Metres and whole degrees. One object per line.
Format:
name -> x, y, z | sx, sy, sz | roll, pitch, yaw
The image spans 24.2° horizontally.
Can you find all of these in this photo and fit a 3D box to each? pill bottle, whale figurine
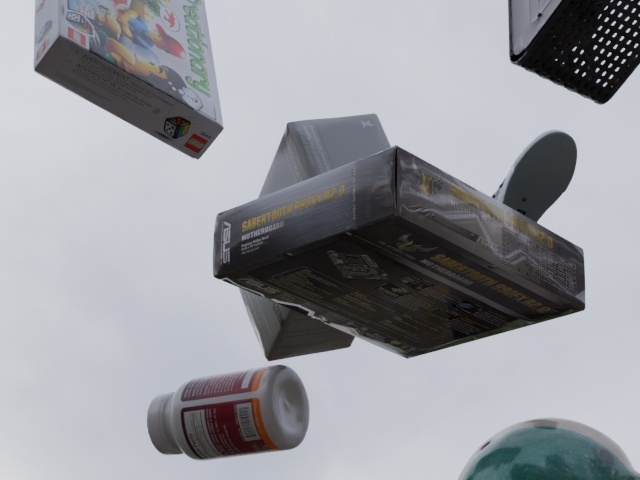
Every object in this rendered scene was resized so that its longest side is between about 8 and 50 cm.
pill bottle -> -0.094, 0.175, 1.497 | 0.152, 0.086, 0.086 | -11, -47, 28
whale figurine -> 0.232, 0.289, 1.312 | 0.216, 0.141, 0.272 | -41, -90, 27

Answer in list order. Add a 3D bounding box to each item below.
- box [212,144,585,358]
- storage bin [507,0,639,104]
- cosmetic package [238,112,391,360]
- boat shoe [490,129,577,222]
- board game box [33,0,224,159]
box -> 0.062, 0.017, 1.134 | 0.183, 0.056, 0.231 | -20, -32, 40
storage bin -> 0.225, -0.211, 1.145 | 0.084, 0.122, 0.180 | 23, -49, -15
cosmetic package -> 0.000, 0.000, 1.432 | 0.107, 0.127, 0.238 | -9, -34, -21
boat shoe -> 0.216, -0.047, 1.645 | 0.065, 0.083, 0.183 | 25, -76, -13
board game box -> -0.203, -0.227, 1.549 | 0.193, 0.305, 0.053 | 28, -61, -29
